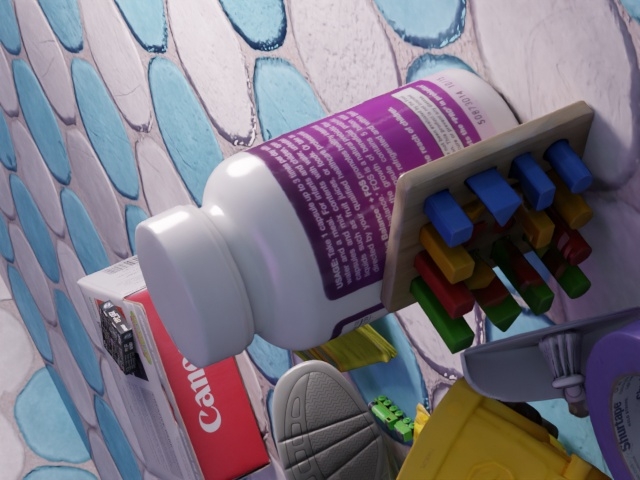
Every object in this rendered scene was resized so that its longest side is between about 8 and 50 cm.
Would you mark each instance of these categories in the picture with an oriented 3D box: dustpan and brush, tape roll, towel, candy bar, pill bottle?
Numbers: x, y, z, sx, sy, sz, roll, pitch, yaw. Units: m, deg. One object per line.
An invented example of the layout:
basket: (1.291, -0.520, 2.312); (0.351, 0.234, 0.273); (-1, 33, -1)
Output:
dustpan and brush: (0.196, 0.106, 1.396); (0.211, 0.147, 0.060); (36, -140, -76)
tape roll: (0.272, 0.136, 1.244); (0.189, 0.080, 0.189); (52, 155, 36)
towel: (0.007, 0.107, 1.946); (0.102, 0.021, 0.237); (41, 162, -8)
candy bar: (0.111, 0.237, 1.881); (0.040, 0.018, 0.161); (55, 158, 40)
pill bottle: (0.012, -0.013, 1.424); (0.169, 0.301, 0.169); (53, 156, 35)

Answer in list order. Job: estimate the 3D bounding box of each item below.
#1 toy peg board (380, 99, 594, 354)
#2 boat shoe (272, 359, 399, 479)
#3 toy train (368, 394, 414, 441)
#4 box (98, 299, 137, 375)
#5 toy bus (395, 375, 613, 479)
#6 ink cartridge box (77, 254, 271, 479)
toy peg board: (0.138, -0.001, 1.317); (0.079, 0.161, 0.160); (55, 158, 29)
boat shoe: (0.039, 0.281, 1.988); (0.320, 0.118, 0.103); (62, 180, -6)
toy train: (0.078, 0.192, 1.909); (0.083, 0.024, 0.017); (38, 146, 54)
box: (-0.273, 0.131, 2.391); (0.067, 0.018, 0.083); (46, 150, 39)
toy bus: (0.187, 0.225, 1.476); (0.211, 0.149, 0.220); (25, 176, 26)
ink cartridge box: (-0.192, 0.187, 2.462); (0.272, 0.130, 0.309); (14, 125, 65)
